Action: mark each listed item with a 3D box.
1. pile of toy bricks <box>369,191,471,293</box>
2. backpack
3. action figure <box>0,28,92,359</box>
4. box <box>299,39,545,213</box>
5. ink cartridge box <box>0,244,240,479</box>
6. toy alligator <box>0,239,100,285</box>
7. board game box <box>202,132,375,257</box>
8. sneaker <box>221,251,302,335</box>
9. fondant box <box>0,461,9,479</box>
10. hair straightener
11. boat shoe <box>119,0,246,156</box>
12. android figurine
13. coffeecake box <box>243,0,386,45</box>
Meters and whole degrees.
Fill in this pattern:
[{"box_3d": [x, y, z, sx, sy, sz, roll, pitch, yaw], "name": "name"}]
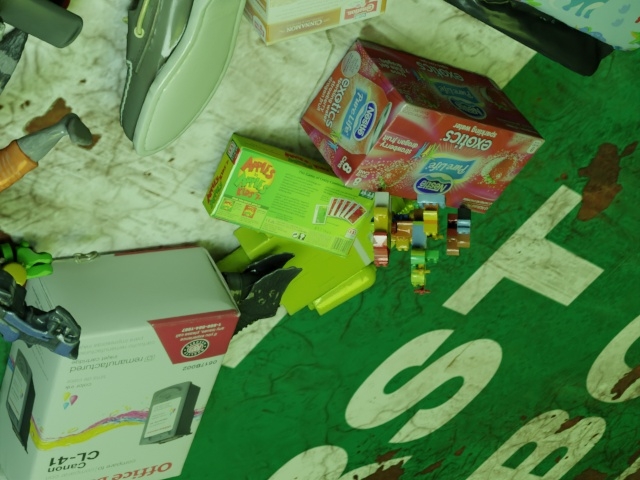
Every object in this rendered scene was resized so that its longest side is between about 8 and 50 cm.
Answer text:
[{"box_3d": [0.116, 0.010, 1.760, 0.118, 0.105, 0.212, 2, 173, 8], "name": "pile of toy bricks"}, {"box_3d": [0.304, -0.357, 1.561, 0.290, 0.273, 0.355, 20, 106, -41], "name": "backpack"}, {"box_3d": [-0.354, -0.031, 1.454, 0.341, 0.178, 0.330, 31, 117, -25], "name": "action figure"}, {"box_3d": [0.122, -0.129, 1.755, 0.257, 0.122, 0.128, 10, 127, -44], "name": "box"}, {"box_3d": [-0.250, 0.163, 1.791, 0.226, 0.131, 0.306, -8, 136, -31], "name": "ink cartridge box"}, {"box_3d": [-0.336, 0.023, 1.632, 0.190, 0.056, 0.051, -19, 101, -21], "name": "toy alligator"}, {"box_3d": [-0.034, -0.050, 1.727, 0.181, 0.043, 0.092, 17, 108, -26], "name": "board game box"}, {"box_3d": [-0.088, 0.083, 1.817, 0.089, 0.051, 0.170, -1, 134, -25], "name": "sneaker"}, {"box_3d": [-0.397, 0.396, 1.975, 0.238, 0.096, 0.330, -1, 134, -38], "name": "fondant box"}, {"box_3d": [-0.301, -0.224, 1.337, 0.047, 0.089, 0.230, -44, 143, 16], "name": "hair straightener"}, {"box_3d": [-0.138, -0.219, 1.472, 0.109, 0.091, 0.305, -29, 153, -50], "name": "boat shoe"}, {"box_3d": [0.000, 0.000, 1.868, 0.273, 0.056, 0.248, -31, 144, -2], "name": "android figurine"}, {"box_3d": [-0.001, -0.302, 1.503, 0.142, 0.068, 0.185, -18, 141, -22], "name": "coffeecake box"}]
